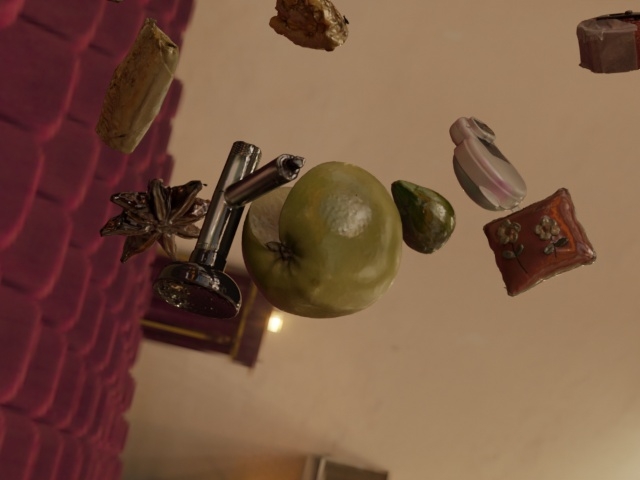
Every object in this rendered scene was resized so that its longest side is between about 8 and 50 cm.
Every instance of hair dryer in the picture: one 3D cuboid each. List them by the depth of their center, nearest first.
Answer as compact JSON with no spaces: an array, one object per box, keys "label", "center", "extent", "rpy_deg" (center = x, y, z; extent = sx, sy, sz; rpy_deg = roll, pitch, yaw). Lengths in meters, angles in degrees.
[{"label":"hair dryer","center":[-0.154,-0.046,1.950],"extent":[0.284,0.156,0.320],"rpy_deg":[140,-30,-72]}]

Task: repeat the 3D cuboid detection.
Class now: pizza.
[{"label":"pizza","center":[-0.030,-0.386,1.908],"extent":[0.062,0.182,0.161],"rpy_deg":[-34,139,-25]}]

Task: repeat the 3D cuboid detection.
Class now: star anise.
[{"label":"star anise","center":[-0.328,-0.057,2.336],"extent":[0.272,0.272,0.102],"rpy_deg":[111,-33,-46]}]

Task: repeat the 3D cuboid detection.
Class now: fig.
[{"label":"fig","center":[0.198,-0.056,2.313],"extent":[0.123,0.156,0.123],"rpy_deg":[-44,-167,13]}]

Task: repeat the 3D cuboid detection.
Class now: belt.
[{"label":"belt","center":[0.677,-0.455,2.582],"extent":[0.128,0.201,0.124],"rpy_deg":[-57,140,-54]}]

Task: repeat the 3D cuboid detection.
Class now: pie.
[{"label":"pie","center":[-0.359,-0.303,2.269],"extent":[0.068,0.128,0.282],"rpy_deg":[-12,142,-48]}]

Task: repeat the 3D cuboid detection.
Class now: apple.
[{"label":"apple","center":[0.000,0.000,2.041],"extent":[0.254,0.292,0.292],"rpy_deg":[-19,133,-52]}]

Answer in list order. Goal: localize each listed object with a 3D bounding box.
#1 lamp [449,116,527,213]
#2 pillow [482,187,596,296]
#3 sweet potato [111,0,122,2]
[{"label":"lamp","center":[0.337,-0.151,2.412],"extent":[0.108,0.179,0.246],"rpy_deg":[-37,-123,22]},{"label":"pillow","center":[0.403,0.001,2.131],"extent":[0.075,0.179,0.171],"rpy_deg":[45,24,-56]},{"label":"sweet potato","center":[-0.279,-0.490,1.807],"extent":[0.370,0.157,0.158],"rpy_deg":[-32,-164,8]}]
